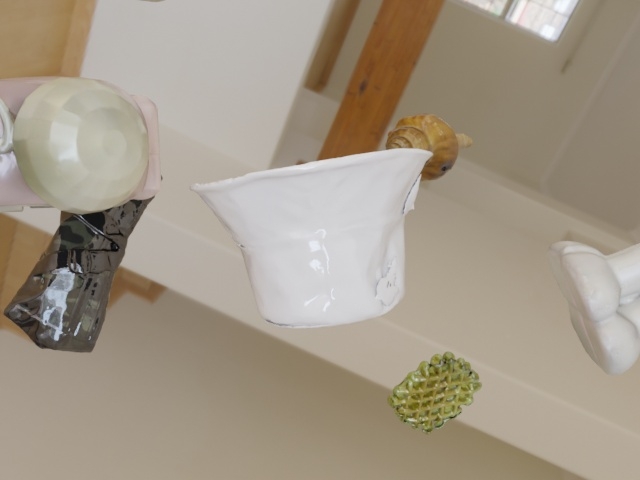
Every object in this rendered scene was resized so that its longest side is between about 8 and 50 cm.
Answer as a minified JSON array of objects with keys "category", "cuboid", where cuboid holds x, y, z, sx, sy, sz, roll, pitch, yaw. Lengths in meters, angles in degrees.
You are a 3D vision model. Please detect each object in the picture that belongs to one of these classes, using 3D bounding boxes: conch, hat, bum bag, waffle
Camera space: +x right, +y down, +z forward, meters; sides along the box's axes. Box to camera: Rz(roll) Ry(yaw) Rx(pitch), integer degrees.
[{"category":"conch","cuboid":[0.181,-0.138,1.065,0.330,0.093,0.109,-6,132,-54]},{"category":"hat","cuboid":[0.000,0.000,0.549,0.203,0.203,0.126,-50,134,-85]},{"category":"bum bag","cuboid":[-0.369,0.006,1.067,0.095,0.144,0.340,-24,-134,68]},{"category":"waffle","cuboid":[0.231,0.307,1.365,0.183,0.169,0.036,-41,-150,8]}]

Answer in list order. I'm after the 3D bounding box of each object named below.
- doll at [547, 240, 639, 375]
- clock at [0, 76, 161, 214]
[{"category":"doll","cuboid":[0.295,0.016,0.404,0.271,0.208,0.144,-39,-176,13]},{"category":"clock","cuboid":[-0.362,-0.111,0.821,0.326,0.342,0.184,-101,-176,-80]}]
